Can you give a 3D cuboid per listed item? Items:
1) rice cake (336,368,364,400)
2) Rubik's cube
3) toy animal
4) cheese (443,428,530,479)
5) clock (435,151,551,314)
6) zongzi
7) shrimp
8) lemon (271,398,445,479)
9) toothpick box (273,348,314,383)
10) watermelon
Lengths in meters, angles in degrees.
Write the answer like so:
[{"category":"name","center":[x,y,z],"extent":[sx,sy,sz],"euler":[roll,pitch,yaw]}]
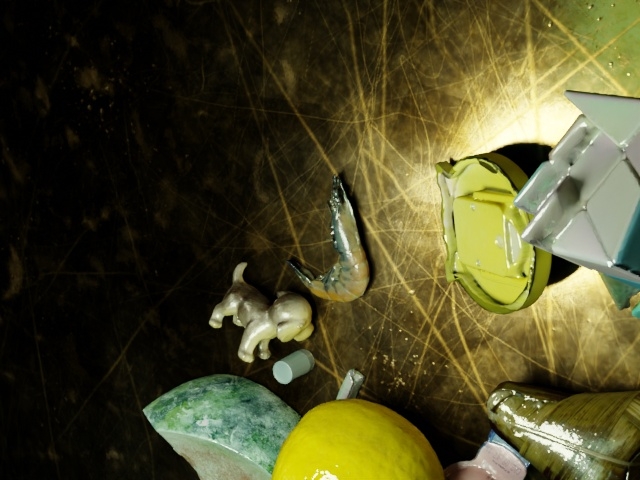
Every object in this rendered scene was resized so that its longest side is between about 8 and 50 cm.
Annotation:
[{"category":"rice cake","center":[0.044,0.357,1.952],"extent":[0.033,0.033,0.207],"euler":[36,119,33]},{"category":"Rubik's cube","center":[0.493,-0.062,1.339],"extent":[0.387,0.368,0.358],"euler":[23,121,-18]},{"category":"toy animal","center":[-0.121,0.164,1.967],"extent":[0.233,0.121,0.168],"euler":[29,101,36]},{"category":"cheese","center":[0.315,0.478,1.774],"extent":[0.189,0.074,0.286],"euler":[31,114,24]},{"category":"clock","center":[0.303,-0.015,1.602],"extent":[0.293,0.071,0.277],"euler":[-147,47,-61]},{"category":"zongzi","center":[0.458,0.285,1.603],"extent":[0.286,0.134,0.288],"euler":[39,107,25]},{"category":"shrimp","center":[0.000,0.000,1.876],"extent":[0.198,0.051,0.262],"euler":[-4,103,36]},{"category":"lemon","center":[0.070,0.471,1.788],"extent":[0.348,0.348,0.348],"euler":[10,108,32]},{"category":"toothpick box","center":[-0.056,0.264,1.963],"extent":[0.052,0.083,0.052],"euler":[10,108,33]},{"category":"watermelon","center":[-0.206,0.453,2.050],"extent":[0.387,0.228,0.258],"euler":[20,122,19]}]
